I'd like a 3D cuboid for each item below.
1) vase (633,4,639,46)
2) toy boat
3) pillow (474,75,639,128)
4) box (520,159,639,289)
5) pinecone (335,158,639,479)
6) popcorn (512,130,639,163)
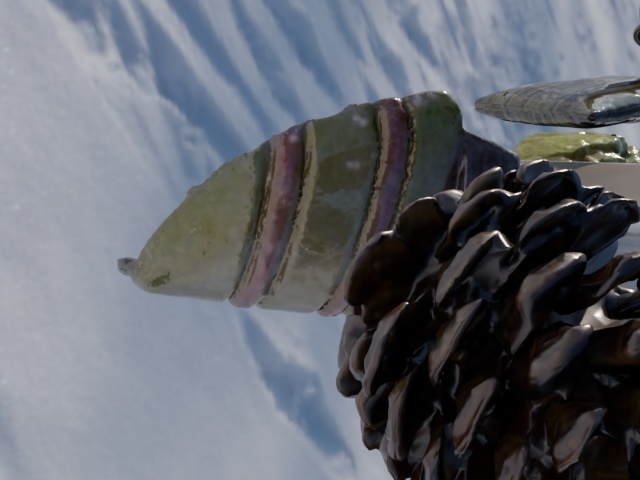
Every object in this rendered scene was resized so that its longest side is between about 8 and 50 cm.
[{"bbox_3d":[0.420,-0.286,1.682,0.053,0.053,0.101,53,49,-38],"label":"vase"},{"bbox_3d":[0.031,-0.006,1.130,0.293,0.276,0.111,23,28,-38],"label":"toy boat"},{"bbox_3d":[0.323,-0.164,1.596,0.208,0.212,0.052,-11,103,-30],"label":"pillow"},{"bbox_3d":[0.254,0.011,1.393,0.289,0.348,0.141,-73,164,-67],"label":"box"},{"bbox_3d":[0.128,0.072,0.796,0.272,0.224,0.224,38,-3,40],"label":"pinecone"},{"bbox_3d":[0.321,-0.020,1.814,0.282,0.247,0.282,-24,119,-52],"label":"popcorn"}]
